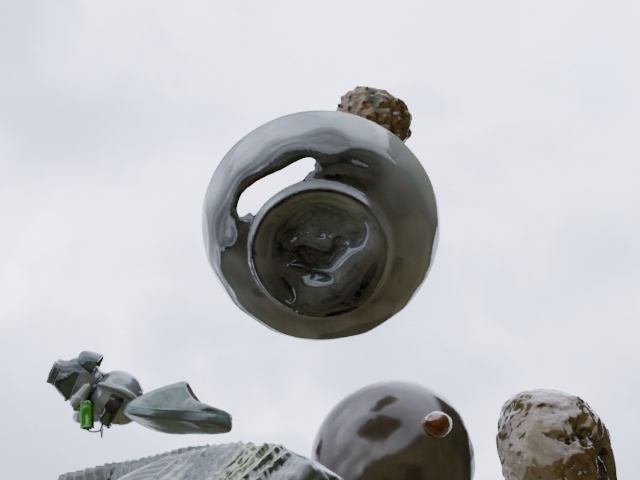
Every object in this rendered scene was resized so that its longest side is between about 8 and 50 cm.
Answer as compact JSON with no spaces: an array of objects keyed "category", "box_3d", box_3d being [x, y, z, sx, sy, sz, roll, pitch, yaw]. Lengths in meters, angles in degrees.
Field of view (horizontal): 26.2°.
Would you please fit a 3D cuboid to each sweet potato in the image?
[{"category":"sweet potato","box_3d":[0.150,0.232,1.739,0.034,0.034,0.095,-42,-18,16]}]

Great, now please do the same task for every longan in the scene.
[{"category":"longan","box_3d":[0.103,0.331,2.022,0.258,0.258,0.258,-20,-36,-15]}]

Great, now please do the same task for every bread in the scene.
[{"category":"bread","box_3d":[0.292,0.284,1.645,0.123,0.230,0.230,-15,-32,14]}]

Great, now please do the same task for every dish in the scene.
[{"category":"dish","box_3d":[0.000,0.000,1.801,0.324,0.124,0.324,0,-70,0]}]

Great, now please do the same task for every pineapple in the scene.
[{"category":"pineapple","box_3d":[0.043,-0.107,2.021,0.248,0.128,0.128,-64,-25,-25]}]

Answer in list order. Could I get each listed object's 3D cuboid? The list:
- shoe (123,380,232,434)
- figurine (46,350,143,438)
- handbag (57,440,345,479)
[{"category":"shoe","box_3d":[-0.223,0.268,2.225,0.195,0.078,0.079,3,-28,29]},{"category":"figurine","box_3d":[-0.370,0.263,2.344,0.147,0.192,0.126,101,-170,-86]},{"category":"handbag","box_3d":[-0.105,0.298,0.847,0.240,0.341,0.247,1,10,21]}]
